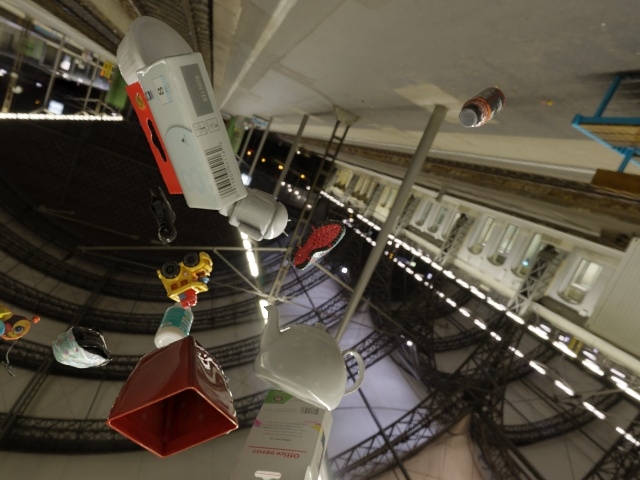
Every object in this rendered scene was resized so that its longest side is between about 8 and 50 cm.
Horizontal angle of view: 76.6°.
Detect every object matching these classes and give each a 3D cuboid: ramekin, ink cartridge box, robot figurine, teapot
[{"bbox_3d":[-0.527,-0.566,1.322,0.127,0.272,0.273,-22,165,29],"label":"ramekin"},{"bbox_3d":[-0.098,0.595,1.163,0.208,0.119,0.353,-1,-162,13],"label":"ink cartridge box"},{"bbox_3d":[-0.356,-0.235,0.952,0.385,0.307,0.091,7,-149,44],"label":"ink cartridge box"},{"bbox_3d":[-0.313,-0.132,2.000,0.354,0.200,0.299,23,-128,-16],"label":"robot figurine"},{"bbox_3d":[-0.029,0.300,1.029,0.253,0.186,0.256,16,154,22],"label":"teapot"}]

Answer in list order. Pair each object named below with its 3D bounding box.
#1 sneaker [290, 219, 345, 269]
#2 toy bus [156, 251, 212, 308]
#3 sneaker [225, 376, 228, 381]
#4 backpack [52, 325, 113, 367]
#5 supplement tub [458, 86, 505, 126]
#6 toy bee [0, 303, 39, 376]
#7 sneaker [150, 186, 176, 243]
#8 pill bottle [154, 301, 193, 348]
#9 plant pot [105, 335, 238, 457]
[{"bbox_3d":[0.000,0.000,1.462,0.104,0.262,0.125,56,-144,5],"label":"sneaker"},{"bbox_3d":[-0.561,0.180,1.752,0.211,0.221,0.149,62,173,22],"label":"toy bus"},{"bbox_3d":[-0.467,0.579,1.788,0.144,0.059,0.053,34,149,-12],"label":"sneaker"},{"bbox_3d":[-0.849,0.381,1.443,0.152,0.115,0.182,46,169,24],"label":"backpack"},{"bbox_3d":[0.589,-0.485,1.491,0.106,0.105,0.198,29,-129,34],"label":"supplement tub"},{"bbox_3d":[-1.065,0.281,1.375,0.196,0.297,0.162,6,-147,38],"label":"toy bee"},{"bbox_3d":[-0.442,-0.072,1.125,0.170,0.051,0.089,-112,2,-49],"label":"sneaker"},{"bbox_3d":[-0.733,0.427,2.054,0.147,0.146,0.264,20,-153,-15],"label":"pill bottle"},{"bbox_3d":[-0.437,0.461,1.250,0.235,0.268,0.267,-109,-6,-52],"label":"plant pot"}]
